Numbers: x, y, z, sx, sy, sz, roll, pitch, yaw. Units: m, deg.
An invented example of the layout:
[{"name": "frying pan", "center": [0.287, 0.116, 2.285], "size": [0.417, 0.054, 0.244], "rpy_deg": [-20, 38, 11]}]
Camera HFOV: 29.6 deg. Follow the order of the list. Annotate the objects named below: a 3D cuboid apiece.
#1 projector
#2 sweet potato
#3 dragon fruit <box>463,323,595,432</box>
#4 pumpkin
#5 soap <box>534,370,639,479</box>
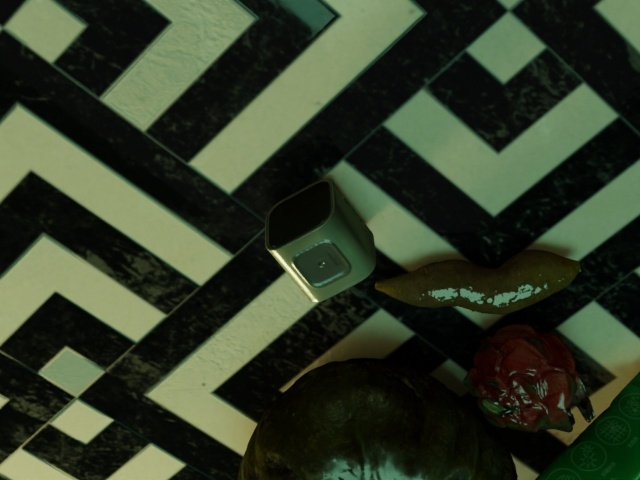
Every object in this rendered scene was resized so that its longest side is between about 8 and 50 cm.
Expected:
[{"name": "projector", "center": [0.000, 0.000, 1.226], "size": [0.083, 0.083, 0.082], "rpy_deg": [-28, 122, 17]}, {"name": "sweet potato", "center": [0.167, 0.049, 1.283], "size": [0.218, 0.051, 0.065], "rpy_deg": [-7, 85, 3]}, {"name": "dragon fruit", "center": [0.225, 0.158, 1.329], "size": [0.121, 0.130, 0.142], "rpy_deg": [-28, 162, 9]}, {"name": "pumpkin", "center": [0.040, 0.261, 1.326], "size": [0.324, 0.242, 0.232], "rpy_deg": [-22, 133, 9]}, {"name": "soap", "center": [0.317, 0.282, 1.352], "size": [0.273, 0.098, 0.218], "rpy_deg": [-40, 135, -26]}]
